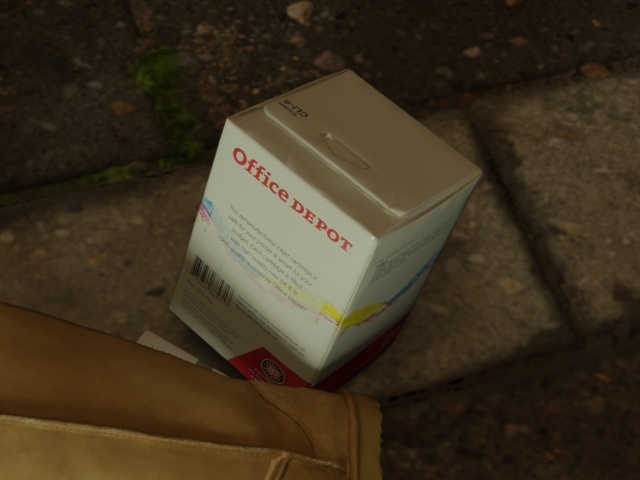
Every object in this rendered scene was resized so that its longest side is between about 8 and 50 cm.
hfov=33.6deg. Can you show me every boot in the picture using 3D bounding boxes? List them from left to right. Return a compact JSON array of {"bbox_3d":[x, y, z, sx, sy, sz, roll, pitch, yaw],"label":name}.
[{"bbox_3d":[-0.099,0.159,0.591,0.270,0.089,0.236,15,45,-18],"label":"boot"}]

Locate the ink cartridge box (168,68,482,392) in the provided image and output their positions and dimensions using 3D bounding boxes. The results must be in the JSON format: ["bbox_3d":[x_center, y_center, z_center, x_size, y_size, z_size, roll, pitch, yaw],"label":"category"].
[{"bbox_3d":[0.000,0.000,0.714,0.128,0.176,0.127,40,44,19],"label":"ink cartridge box"}]

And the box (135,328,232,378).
[{"bbox_3d":[-0.081,0.163,0.701,0.186,0.038,0.145,30,59,12],"label":"box"}]
